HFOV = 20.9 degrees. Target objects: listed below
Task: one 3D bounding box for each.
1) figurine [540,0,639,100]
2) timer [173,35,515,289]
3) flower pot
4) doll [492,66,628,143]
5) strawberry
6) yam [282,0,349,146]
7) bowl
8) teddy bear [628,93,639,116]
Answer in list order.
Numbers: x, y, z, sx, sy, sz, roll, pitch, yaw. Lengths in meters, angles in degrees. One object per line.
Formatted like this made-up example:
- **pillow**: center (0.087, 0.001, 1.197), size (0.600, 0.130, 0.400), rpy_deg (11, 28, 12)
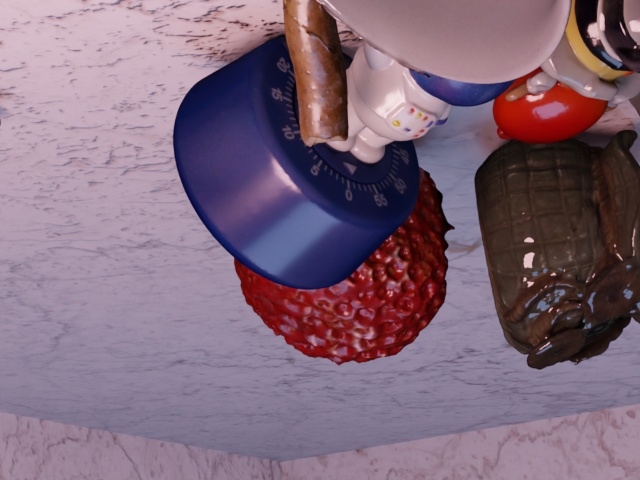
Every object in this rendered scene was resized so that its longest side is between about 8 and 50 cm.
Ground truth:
- **figurine**: center (0.296, -0.227, 1.636), size (0.133, 0.176, 0.236), rpy_deg (19, 166, -21)
- **timer**: center (0.058, -0.146, 1.801), size (0.270, 0.270, 0.383), rpy_deg (13, 143, -41)
- **flower pot**: center (0.319, 0.013, 2.186), size (0.213, 0.301, 0.302), rpy_deg (-11, 162, 10)
- **doll**: center (0.280, -0.163, 1.966), size (0.183, 0.085, 0.217), rpy_deg (3, 164, -27)
- **strawberry**: center (0.000, 0.004, 2.142), size (0.310, 0.291, 0.292), rpy_deg (8, 161, -29)
- **yam**: center (-0.007, -0.197, 1.646), size (0.057, 0.057, 0.241), rpy_deg (-4, 120, 5)
- **bowl**: center (0.090, -0.297, 1.290), size (0.157, 0.345, 0.345), rpy_deg (-44, 179, -23)
- **teddy bear**: center (0.421, -0.186, 1.795), size (0.251, 0.171, 0.144), rpy_deg (-14, -175, 18)
